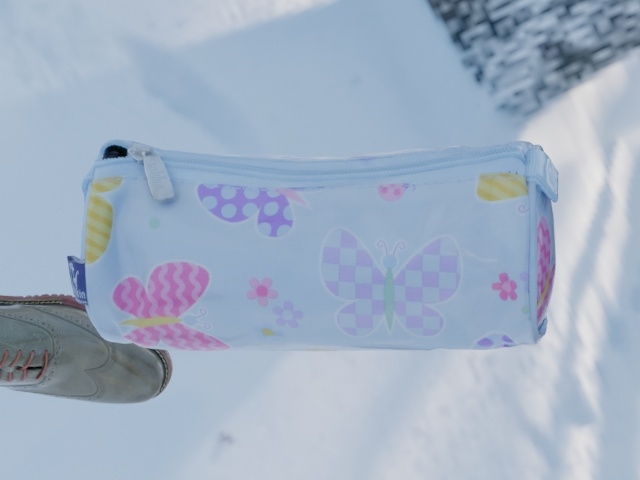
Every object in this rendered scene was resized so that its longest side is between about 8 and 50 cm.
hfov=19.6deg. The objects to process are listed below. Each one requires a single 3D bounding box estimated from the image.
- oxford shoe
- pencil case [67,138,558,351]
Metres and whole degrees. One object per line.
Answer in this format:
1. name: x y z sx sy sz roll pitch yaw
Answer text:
1. oxford shoe: -0.333 0.126 1.996 0.130 0.348 0.123 -87 -169 -64
2. pencil case: 0.000 0.000 1.057 0.113 0.273 0.124 -59 149 -67
